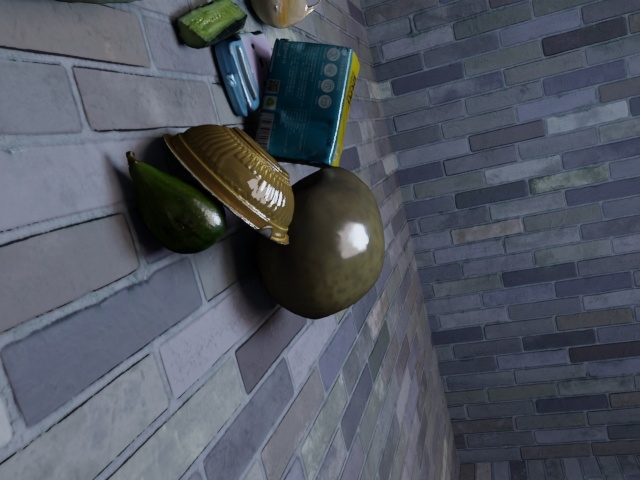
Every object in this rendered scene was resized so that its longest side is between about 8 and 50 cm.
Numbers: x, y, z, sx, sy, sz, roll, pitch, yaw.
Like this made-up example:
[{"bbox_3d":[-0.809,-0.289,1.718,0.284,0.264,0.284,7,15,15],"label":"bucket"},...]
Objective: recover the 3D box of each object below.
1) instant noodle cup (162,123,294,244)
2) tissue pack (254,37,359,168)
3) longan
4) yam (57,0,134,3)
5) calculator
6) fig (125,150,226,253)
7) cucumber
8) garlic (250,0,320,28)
[{"bbox_3d":[-0.124,-0.114,0.905,0.274,0.091,0.274,43,6,-6],"label":"instant noodle cup"},{"bbox_3d":[-0.029,-0.304,1.242,0.134,0.192,0.271,17,84,-80],"label":"tissue pack"},{"bbox_3d":[0.000,0.000,1.145,0.350,0.288,0.288,-68,144,-46],"label":"longan"},{"bbox_3d":[-0.296,-0.379,0.716,0.330,0.133,0.133,-66,141,-67],"label":"yam"},{"bbox_3d":[-0.160,-0.387,1.245,0.293,0.051,0.173,-63,140,-62],"label":"calculator"},{"bbox_3d":[-0.223,-0.053,0.796,0.177,0.117,0.117,39,37,-27],"label":"fig"},{"bbox_3d":[-0.219,-0.420,1.081,0.078,0.062,0.211,35,38,-9],"label":"cucumber"},{"bbox_3d":[-0.097,-0.630,1.398,0.145,0.164,0.245,64,10,9],"label":"garlic"}]
